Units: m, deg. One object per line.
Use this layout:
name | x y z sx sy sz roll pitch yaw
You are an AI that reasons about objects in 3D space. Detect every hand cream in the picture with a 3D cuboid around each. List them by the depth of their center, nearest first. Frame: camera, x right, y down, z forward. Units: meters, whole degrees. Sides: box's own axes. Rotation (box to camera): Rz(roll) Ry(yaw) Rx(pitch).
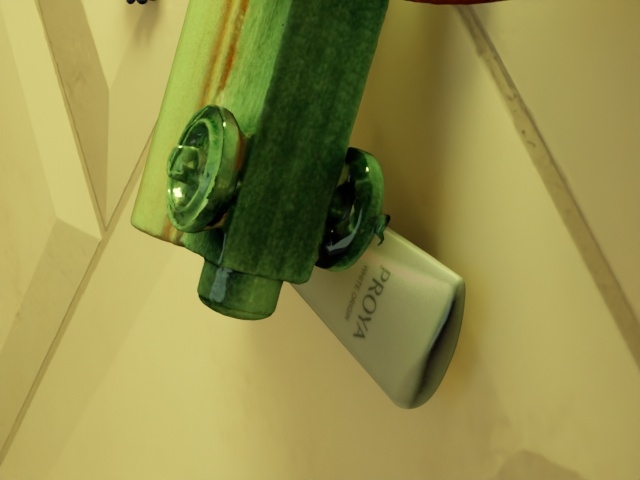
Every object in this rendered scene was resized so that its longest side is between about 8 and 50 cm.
hand cream | 0.000 0.000 0.687 0.255 0.048 0.079 44 126 48

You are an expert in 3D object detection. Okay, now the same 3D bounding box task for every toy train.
toy train | -0.026 -0.105 0.633 0.177 0.116 0.285 23 99 62

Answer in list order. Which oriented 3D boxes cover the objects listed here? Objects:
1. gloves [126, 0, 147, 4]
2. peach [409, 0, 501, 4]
gloves | -0.145 -0.228 0.933 0.064 0.026 0.086 -33 64 53
peach | 0.040 -0.235 0.353 0.406 0.310 0.335 8 62 48
